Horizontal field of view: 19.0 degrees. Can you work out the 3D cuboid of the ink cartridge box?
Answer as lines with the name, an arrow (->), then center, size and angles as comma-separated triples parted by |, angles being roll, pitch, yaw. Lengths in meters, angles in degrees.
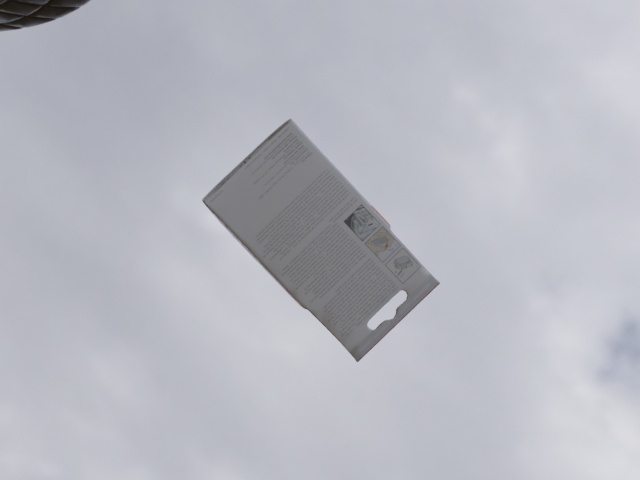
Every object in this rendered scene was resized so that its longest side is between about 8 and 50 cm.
ink cartridge box -> 0.000, 0.000, 0.984 | 0.115, 0.063, 0.029 | 47, -3, -5

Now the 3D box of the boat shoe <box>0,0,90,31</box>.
boat shoe -> -0.246, -0.304, 1.801 | 0.355, 0.130, 0.132 | -19, -28, 22
